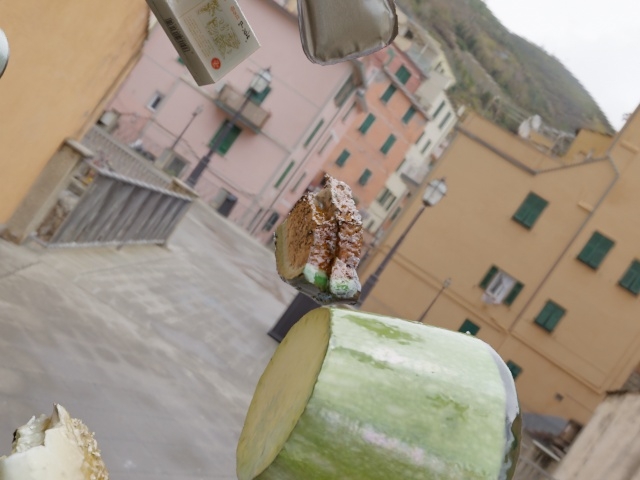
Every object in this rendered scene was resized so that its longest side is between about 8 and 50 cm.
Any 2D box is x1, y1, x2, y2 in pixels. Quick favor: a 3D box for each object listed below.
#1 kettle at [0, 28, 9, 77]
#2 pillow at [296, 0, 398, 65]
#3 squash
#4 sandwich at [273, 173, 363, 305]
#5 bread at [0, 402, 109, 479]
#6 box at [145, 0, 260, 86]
[{"bbox_3d":[-0.580,-0.335,0.993,0.236,0.161,0.221,37,41,-67],"label":"kettle"},{"bbox_3d":[0.021,-0.341,0.843,0.038,0.131,0.232,-120,-164,-74],"label":"pillow"},{"bbox_3d":[0.027,0.117,0.434,0.123,0.170,0.170,28,2,-14],"label":"squash"},{"bbox_3d":[-0.005,0.010,0.932,0.079,0.159,0.235,7,33,-18],"label":"sandwich"},{"bbox_3d":[-0.264,0.303,0.565,0.171,0.314,0.192,15,29,-55],"label":"bread"},{"bbox_3d":[-0.212,-0.399,1.225,0.058,0.141,0.201,5,-45,49],"label":"box"}]
